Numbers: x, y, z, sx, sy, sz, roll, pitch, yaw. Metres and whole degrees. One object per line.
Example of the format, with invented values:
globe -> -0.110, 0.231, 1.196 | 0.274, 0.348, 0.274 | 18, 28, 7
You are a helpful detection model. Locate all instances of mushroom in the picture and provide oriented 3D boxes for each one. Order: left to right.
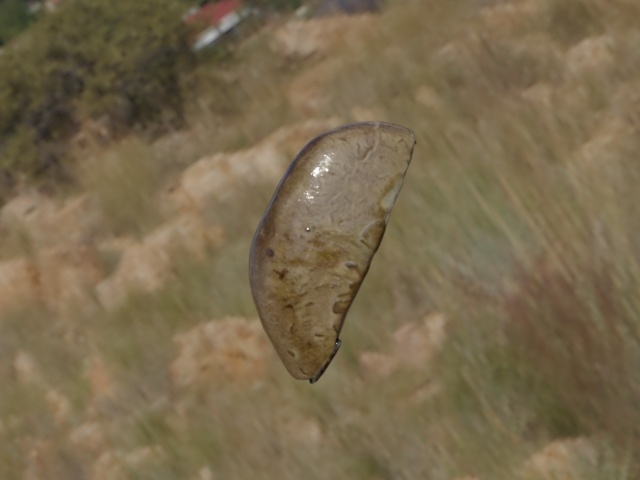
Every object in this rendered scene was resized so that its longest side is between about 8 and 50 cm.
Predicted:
mushroom -> -0.001, 0.001, 1.233 | 0.210, 0.094, 0.072 | -64, 2, 7
